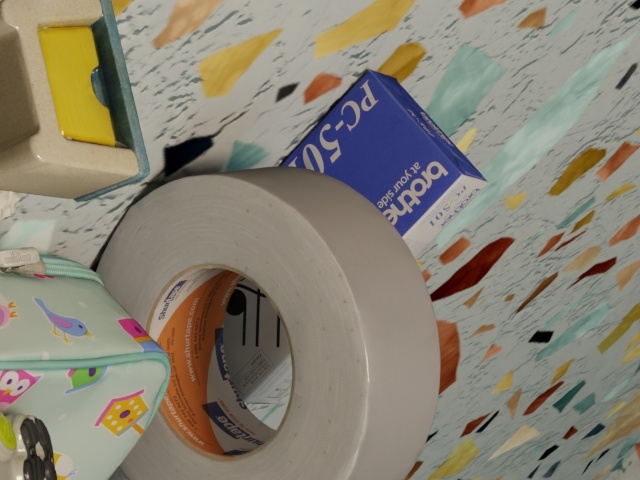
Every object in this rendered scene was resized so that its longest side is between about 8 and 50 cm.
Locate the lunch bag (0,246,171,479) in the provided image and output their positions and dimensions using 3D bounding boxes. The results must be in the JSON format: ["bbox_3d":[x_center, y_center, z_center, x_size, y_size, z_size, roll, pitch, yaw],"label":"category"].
[{"bbox_3d":[-0.229,0.122,1.099,0.224,0.108,0.279,6,128,-53],"label":"lunch bag"}]

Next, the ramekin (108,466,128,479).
[{"bbox_3d":[-0.178,0.249,1.336,0.272,0.127,0.273,-21,157,-9],"label":"ramekin"}]

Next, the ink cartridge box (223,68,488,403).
[{"bbox_3d":[0.000,0.000,1.251,0.207,0.097,0.046,-46,157,16],"label":"ink cartridge box"}]

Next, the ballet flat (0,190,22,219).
[{"bbox_3d":[-0.255,0.013,0.822,0.147,0.147,0.409,-50,157,22],"label":"ballet flat"}]

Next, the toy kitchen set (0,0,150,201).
[{"bbox_3d":[-0.045,-0.123,0.775,0.207,0.166,0.122,-20,170,38],"label":"toy kitchen set"}]

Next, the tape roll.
[{"bbox_3d":[-0.038,0.067,1.154,0.072,0.219,0.219,-8,142,-52],"label":"tape roll"}]

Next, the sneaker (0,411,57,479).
[{"bbox_3d":[-0.194,0.131,0.965,0.110,0.107,0.275,-9,155,8],"label":"sneaker"}]
